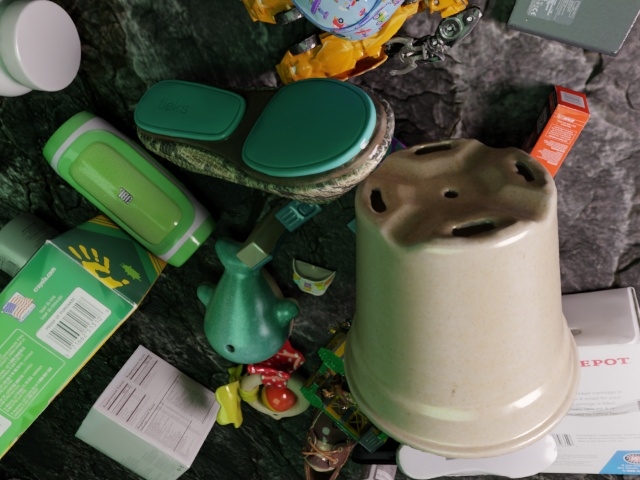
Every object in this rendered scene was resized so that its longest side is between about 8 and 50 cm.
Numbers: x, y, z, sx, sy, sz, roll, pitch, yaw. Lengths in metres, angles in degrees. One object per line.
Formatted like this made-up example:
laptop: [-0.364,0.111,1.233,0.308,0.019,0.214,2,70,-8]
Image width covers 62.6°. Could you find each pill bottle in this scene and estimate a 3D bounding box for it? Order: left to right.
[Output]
pill bottle: [-0.538,-0.314,0.827,0.279,0.162,0.162,10,128,15]
pill bottle: [-0.573,0.056,1.136,0.229,0.131,0.131,37,130,-7]
pill bottle: [0.131,0.553,1.223,0.078,0.137,0.078,11,128,14]

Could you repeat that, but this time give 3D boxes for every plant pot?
plant pot: [0.175,0.051,0.685,0.334,0.333,0.305,4,131,19]

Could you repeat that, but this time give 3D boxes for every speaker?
speaker: [-0.331,-0.088,0.937,0.296,0.131,0.131,42,129,-12]

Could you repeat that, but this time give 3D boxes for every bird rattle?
bird rattle: [-0.110,0.321,1.188,0.207,0.143,0.254,39,117,-24]

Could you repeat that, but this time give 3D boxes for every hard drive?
hard drive: [0.299,-0.278,0.611,0.135,0.022,0.094,19,130,8]

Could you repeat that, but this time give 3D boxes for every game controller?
game controller: [0.225,0.423,1.082,0.320,0.167,0.067,-14,90,29]

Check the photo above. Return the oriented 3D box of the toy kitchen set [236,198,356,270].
toy kitchen set: [0.000,0.000,0.872,0.166,0.122,0.207,45,128,-14]

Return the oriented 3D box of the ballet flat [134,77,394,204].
ballet flat: [-0.069,-0.131,0.731,0.483,0.163,0.182,17,163,40]

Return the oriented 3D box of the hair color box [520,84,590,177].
hair color box: [0.296,-0.123,0.696,0.043,0.072,0.141,20,129,6]

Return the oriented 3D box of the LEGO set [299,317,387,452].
LEGO set: [0.114,0.249,1.009,0.255,0.192,0.331,34,147,19]

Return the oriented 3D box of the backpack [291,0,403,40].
backpack: [0.026,-0.296,0.539,0.158,0.117,0.173,44,127,-1]

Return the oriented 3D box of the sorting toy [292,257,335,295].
sorting toy: [-0.019,0.079,0.999,0.084,0.044,0.075,17,148,9]

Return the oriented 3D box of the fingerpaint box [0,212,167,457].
fingerpaint box: [-0.484,0.170,0.911,0.163,0.371,0.444,42,94,-12]

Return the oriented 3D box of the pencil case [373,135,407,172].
pencil case: [0.105,-0.124,0.775,0.152,0.064,0.070,34,102,-6]

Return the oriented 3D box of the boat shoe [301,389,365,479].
boat shoe: [0.017,0.479,1.221,0.124,0.123,0.341,20,130,7]

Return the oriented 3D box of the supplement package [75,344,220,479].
supplement package: [-0.423,0.445,1.322,0.263,0.198,0.199,36,130,-7]

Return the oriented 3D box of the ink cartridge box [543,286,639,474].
ink cartridge box: [0.431,0.242,0.876,0.223,0.129,0.307,-12,120,31]

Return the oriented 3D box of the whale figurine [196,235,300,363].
whale figurine: [-0.150,0.125,1.013,0.217,0.141,0.271,11,128,14]

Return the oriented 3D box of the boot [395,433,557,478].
boot: [0.263,0.356,0.916,0.259,0.095,0.123,-7,167,10]

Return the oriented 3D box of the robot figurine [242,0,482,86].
robot figurine: [0.051,-0.302,0.651,0.291,0.085,0.211,-12,120,29]
